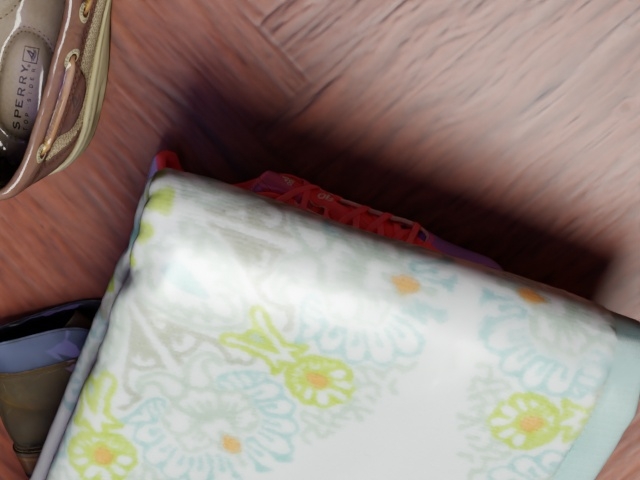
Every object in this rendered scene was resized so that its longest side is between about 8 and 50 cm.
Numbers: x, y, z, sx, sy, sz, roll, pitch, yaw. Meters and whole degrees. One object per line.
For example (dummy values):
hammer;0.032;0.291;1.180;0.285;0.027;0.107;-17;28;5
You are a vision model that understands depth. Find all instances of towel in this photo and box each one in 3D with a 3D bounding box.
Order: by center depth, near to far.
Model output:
towel;-0.011;0.151;1.052;0.320;0.090;0.374;16;123;-15

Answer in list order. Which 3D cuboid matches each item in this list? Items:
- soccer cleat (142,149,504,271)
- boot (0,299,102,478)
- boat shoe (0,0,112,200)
soccer cleat;0.000;0.000;1.073;0.248;0.083;0.095;7;106;9
boot;-0.130;0.086;1.120;0.219;0.082;0.106;-19;108;17
boat shoe;-0.182;-0.188;1.007;0.123;0.123;0.342;12;111;4
